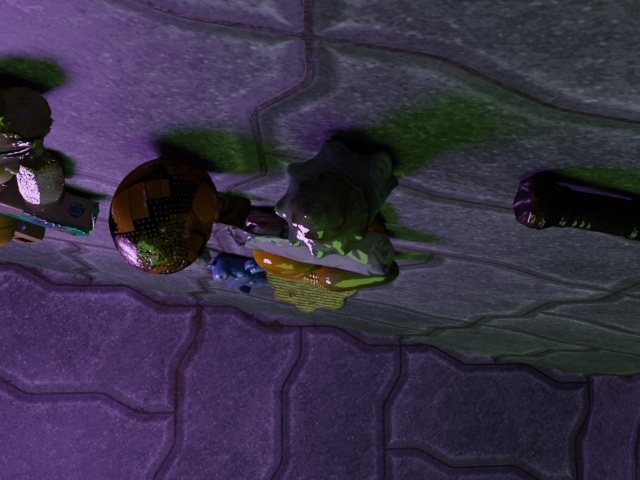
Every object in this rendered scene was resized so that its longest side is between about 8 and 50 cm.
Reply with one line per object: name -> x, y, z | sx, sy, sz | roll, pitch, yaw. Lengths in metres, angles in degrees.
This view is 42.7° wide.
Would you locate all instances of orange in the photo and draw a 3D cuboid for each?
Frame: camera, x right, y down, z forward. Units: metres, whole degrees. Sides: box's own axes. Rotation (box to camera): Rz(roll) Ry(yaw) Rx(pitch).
orange -> -0.305, -0.052, 1.590 | 0.182, 0.234, 0.234 | 23, 173, 21

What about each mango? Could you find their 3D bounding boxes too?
mango -> 0.100, 0.080, 2.150 | 0.238, 0.091, 0.137 | -4, -161, 21

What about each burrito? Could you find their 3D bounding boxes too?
burrito -> -0.445, 0.034, 2.446 | 0.144, 0.089, 0.229 | -11, 161, 22
burrito -> -0.046, -0.004, 1.902 | 0.446, 0.101, 0.139 | 11, 159, 1

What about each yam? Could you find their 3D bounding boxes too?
yam -> -0.622, -0.127, 1.825 | 0.106, 0.106, 0.259 | 13, 169, -13

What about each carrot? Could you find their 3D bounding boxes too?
carrot -> 0.110, -0.043, 1.752 | 0.042, 0.042, 0.171 | 6, 170, 18

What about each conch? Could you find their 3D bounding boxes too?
conch -> 0.033, -0.088, 1.369 | 0.203, 0.169, 0.386 | -20, -162, 20

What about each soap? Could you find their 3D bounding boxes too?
soap -> -0.714, -0.094, 2.049 | 0.273, 0.098, 0.218 | 21, 170, -35

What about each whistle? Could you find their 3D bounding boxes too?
whistle -> -0.236, 0.106, 2.583 | 0.269, 0.093, 0.180 | 16, 141, -31

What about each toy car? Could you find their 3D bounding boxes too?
toy car -> -0.907, -0.064, 2.337 | 0.125, 0.101, 0.257 | 2, 167, 24

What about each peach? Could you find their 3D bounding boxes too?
peach -> -0.091, 0.041, 2.144 | 0.179, 0.103, 0.179 | 14, 167, 3

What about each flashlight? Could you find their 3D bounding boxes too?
flashlight -> 0.441, -0.048, 1.353 | 0.232, 0.092, 0.093 | 9, 168, -12

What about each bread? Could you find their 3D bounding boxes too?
bread -> -0.033, 0.139, 2.472 | 0.287, 0.056, 0.207 | 14, 138, -5

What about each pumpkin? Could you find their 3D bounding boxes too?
pumpkin -> -0.212, -0.065, 1.828 | 0.101, 0.073, 0.035 | 16, 163, -11

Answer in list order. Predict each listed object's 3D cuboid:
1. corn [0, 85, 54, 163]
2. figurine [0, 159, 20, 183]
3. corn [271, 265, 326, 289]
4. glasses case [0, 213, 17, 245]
corn -> -0.568, -0.192, 1.406 | 0.122, 0.123, 0.305 | -13, -173, -43
figurine -> -0.763, -0.140, 1.627 | 0.395, 0.226, 0.274 | -6, -171, 25
corn -> -0.029, 0.077, 2.278 | 0.244, 0.093, 0.093 | 15, 168, -3
glasses case -> -0.986, -0.093, 2.131 | 0.372, 0.141, 0.173 | 15, -165, -3
